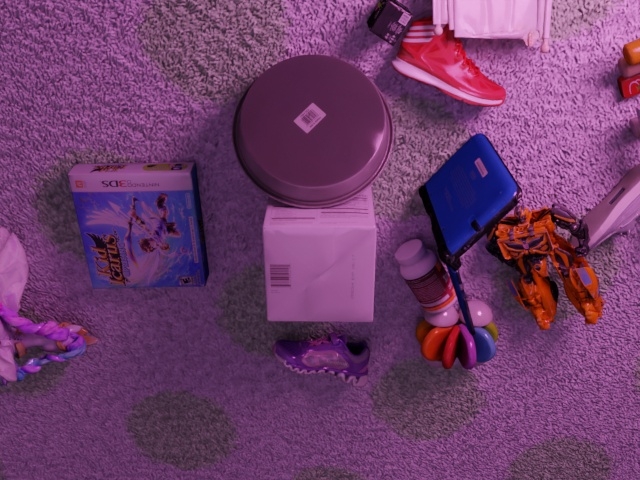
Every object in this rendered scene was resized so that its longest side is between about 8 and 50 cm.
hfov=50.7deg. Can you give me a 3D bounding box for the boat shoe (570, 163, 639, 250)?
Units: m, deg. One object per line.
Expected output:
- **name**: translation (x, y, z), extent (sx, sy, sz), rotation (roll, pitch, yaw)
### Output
- **boat shoe**: translation (0.606, -0.050, 1.362), extent (0.081, 0.079, 0.227), rotation (34, 110, -12)

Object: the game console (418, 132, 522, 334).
- **game console**: translation (0.291, -0.021, 1.260), extent (0.173, 0.293, 0.250), rotation (37, 112, -19)

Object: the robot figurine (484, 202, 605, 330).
- **robot figurine**: translation (0.461, 0.052, 1.380), extent (0.211, 0.085, 0.291), rotation (-15, 121, 37)

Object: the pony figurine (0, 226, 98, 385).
- **pony figurine**: translation (-0.694, 0.181, 1.419), extent (0.363, 0.303, 0.351), rotation (-6, 150, 0)

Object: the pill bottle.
- **pill bottle**: translation (0.222, 0.074, 1.428), extent (0.086, 0.086, 0.152), rotation (-29, 115, 15)

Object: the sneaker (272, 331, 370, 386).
- **sneaker**: translation (0.011, 0.250, 1.529), extent (0.236, 0.095, 0.105), rotation (15, 111, -13)

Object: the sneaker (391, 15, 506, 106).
- **sneaker**: translation (0.250, -0.329, 1.211), extent (0.221, 0.087, 0.128), rotation (17, 119, -10)

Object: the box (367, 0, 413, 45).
- **box**: translation (0.120, -0.387, 1.180), extent (0.052, 0.083, 0.062), rotation (28, 115, -15)

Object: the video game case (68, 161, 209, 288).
- **video game case**: translation (-0.368, -0.027, 1.393), extent (0.244, 0.061, 0.270), rotation (-1, 119, 2)

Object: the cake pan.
- **cake pan**: translation (-0.014, -0.204, 1.195), extent (0.293, 0.054, 0.293), rotation (0, 75, 0)

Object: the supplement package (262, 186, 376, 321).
- **supplement package**: translation (0.000, 0.000, 1.289), extent (0.198, 0.263, 0.199), rotation (0, 119, 1)

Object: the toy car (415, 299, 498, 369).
- **toy car**: translation (0.303, 0.223, 1.479), extent (0.181, 0.136, 0.159), rotation (-1, 118, 1)

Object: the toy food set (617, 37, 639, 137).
- **toy food set**: translation (0.615, -0.271, 1.223), extent (0.104, 0.111, 0.232), rotation (-21, 114, 12)

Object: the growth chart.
- **growth chart**: translation (0.298, -0.423, 1.162), extent (0.237, 0.021, 0.172), rotation (3, 101, -11)
